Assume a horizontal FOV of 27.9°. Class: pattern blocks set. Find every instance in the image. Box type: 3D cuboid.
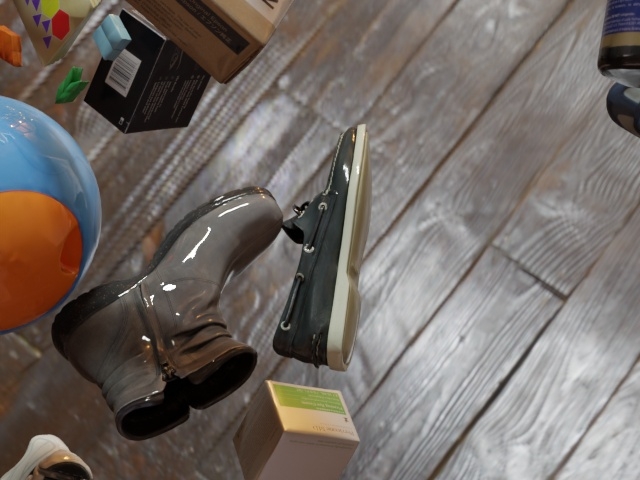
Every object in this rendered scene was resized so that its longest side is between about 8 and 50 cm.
[{"bbox_3d":[-0.378,-0.356,1.811,0.026,0.285,0.325,-3,68,-50],"label":"pattern blocks set"}]

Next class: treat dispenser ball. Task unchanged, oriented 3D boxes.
[{"bbox_3d":[-0.404,-0.029,1.515,0.288,0.288,0.288,0,71,-1],"label":"treat dispenser ball"}]

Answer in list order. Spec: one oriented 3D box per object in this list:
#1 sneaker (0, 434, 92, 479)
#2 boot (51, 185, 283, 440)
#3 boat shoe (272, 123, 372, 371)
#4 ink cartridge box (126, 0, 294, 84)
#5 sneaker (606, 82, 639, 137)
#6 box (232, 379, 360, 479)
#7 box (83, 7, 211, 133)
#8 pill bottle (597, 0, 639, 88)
[{"bbox_3d":[-0.430,0.404,1.805,0.292,0.110,0.118,-55,39,4],"label":"sneaker"},{"bbox_3d":[-0.134,0.090,1.528,0.338,0.118,0.222,-39,44,-15],"label":"boot"},{"bbox_3d":[0.001,0.002,1.669,0.113,0.127,0.340,3,72,12],"label":"boat shoe"},{"bbox_3d":[-0.097,-0.300,1.236,0.193,0.088,0.235,39,52,-15],"label":"ink cartridge box"},{"bbox_3d":[0.543,-0.158,1.856,0.319,0.112,0.131,23,32,30],"label":"sneaker"},{"bbox_3d":[-0.029,0.226,1.448,0.101,0.102,0.087,12,33,-27],"label":"box"},{"bbox_3d":[-0.237,-0.247,1.863,0.093,0.158,0.156,37,114,21],"label":"box"},{"bbox_3d":[0.306,-0.238,1.068,0.122,0.123,0.219,10,89,2],"label":"pill bottle"}]
